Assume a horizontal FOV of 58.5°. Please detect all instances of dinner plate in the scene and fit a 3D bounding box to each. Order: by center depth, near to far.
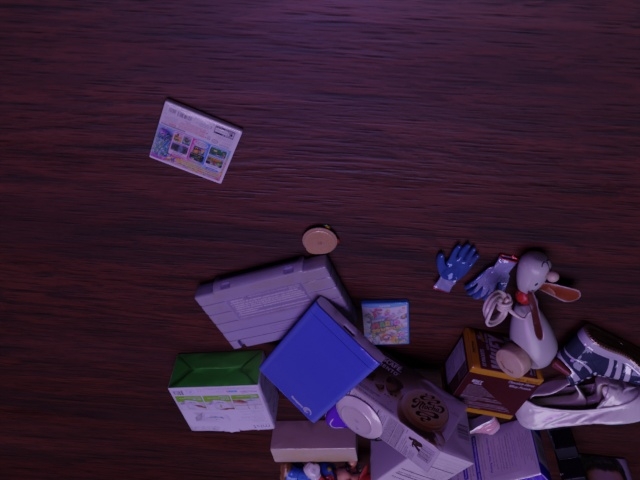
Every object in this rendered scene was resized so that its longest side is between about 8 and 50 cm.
[{"bbox_3d":[0.096,0.460,1.476,0.141,0.017,0.141,24,134,27],"label":"dinner plate"}]

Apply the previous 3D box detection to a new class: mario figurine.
[{"bbox_3d":[0.038,0.761,1.912,0.321,0.198,0.170,7,117,15],"label":"mario figurine"}]

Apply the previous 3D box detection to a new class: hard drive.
[{"bbox_3d":[-0.007,0.308,1.441,0.210,0.040,0.318,43,128,7],"label":"hard drive"}]

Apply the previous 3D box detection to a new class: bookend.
[{"bbox_3d":[0.759,0.672,1.759,0.072,0.157,0.156,-17,129,19],"label":"bookend"}]

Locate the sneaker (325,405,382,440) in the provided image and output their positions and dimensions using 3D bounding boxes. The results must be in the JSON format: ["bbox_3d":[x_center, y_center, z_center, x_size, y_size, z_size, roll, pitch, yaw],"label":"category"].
[{"bbox_3d":[0.134,0.525,1.687,0.293,0.146,0.102,-27,124,25],"label":"sneaker"}]

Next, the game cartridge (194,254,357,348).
[{"bbox_3d":[-0.110,0.156,1.438,0.355,0.068,0.230,-14,125,17],"label":"game cartridge"}]

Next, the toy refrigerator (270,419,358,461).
[{"bbox_3d":[-0.016,0.647,1.840,0.270,0.102,0.094,-4,132,7],"label":"toy refrigerator"}]

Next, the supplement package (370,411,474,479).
[{"bbox_3d":[0.301,0.636,1.751,0.175,0.177,0.293,24,130,-17],"label":"supplement package"}]

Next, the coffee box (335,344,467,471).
[{"bbox_3d":[0.205,0.431,1.498,0.297,0.168,0.119,32,134,20],"label":"coffee box"}]

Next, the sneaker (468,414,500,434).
[{"bbox_3d":[0.493,0.582,1.771,0.134,0.051,0.070,-30,118,23],"label":"sneaker"}]

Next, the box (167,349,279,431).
[{"bbox_3d":[-0.273,0.443,1.661,0.262,0.126,0.231,-5,132,9],"label":"box"}]

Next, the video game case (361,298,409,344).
[{"bbox_3d":[0.171,0.215,1.494,0.119,0.015,0.166,-2,131,7],"label":"video game case"}]

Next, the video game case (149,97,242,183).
[{"bbox_3d":[-0.254,-0.198,1.158,0.157,0.019,0.143,20,131,-14],"label":"video game case"}]

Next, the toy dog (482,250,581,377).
[{"bbox_3d":[0.519,0.199,1.331,0.161,0.220,0.333,27,156,41],"label":"toy dog"}]

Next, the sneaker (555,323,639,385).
[{"bbox_3d":[0.745,0.332,1.492,0.282,0.099,0.153,29,123,-11],"label":"sneaker"}]

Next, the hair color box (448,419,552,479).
[{"bbox_3d":[0.524,0.697,1.782,0.339,0.185,0.110,-25,127,25],"label":"hair color box"}]

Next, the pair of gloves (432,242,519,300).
[{"bbox_3d":[0.358,0.075,1.349,0.198,0.023,0.159,16,130,-10],"label":"pair of gloves"}]

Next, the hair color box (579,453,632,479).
[{"bbox_3d":[0.895,0.871,1.778,0.185,0.374,0.113,7,132,-1],"label":"hair color box"}]

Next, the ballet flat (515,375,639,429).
[{"bbox_3d":[0.741,0.438,1.583,0.400,0.139,0.139,-13,129,17],"label":"ballet flat"}]

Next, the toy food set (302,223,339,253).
[{"bbox_3d":[0.000,0.000,1.311,0.083,0.020,0.083,-11,129,14],"label":"toy food set"}]

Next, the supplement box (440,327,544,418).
[{"bbox_3d":[0.448,0.354,1.518,0.191,0.129,0.194,12,132,-5],"label":"supplement box"}]
